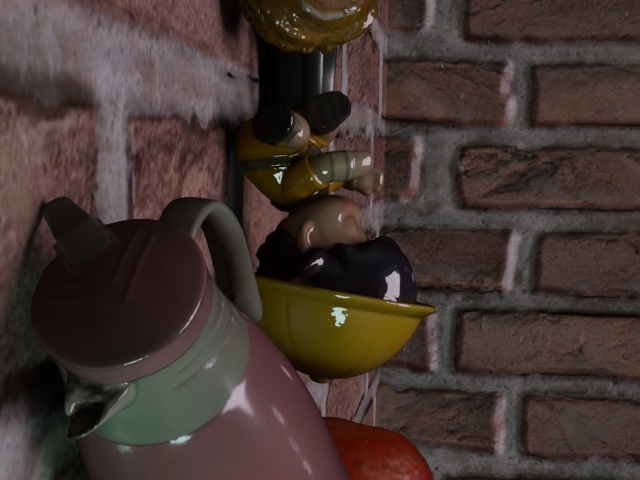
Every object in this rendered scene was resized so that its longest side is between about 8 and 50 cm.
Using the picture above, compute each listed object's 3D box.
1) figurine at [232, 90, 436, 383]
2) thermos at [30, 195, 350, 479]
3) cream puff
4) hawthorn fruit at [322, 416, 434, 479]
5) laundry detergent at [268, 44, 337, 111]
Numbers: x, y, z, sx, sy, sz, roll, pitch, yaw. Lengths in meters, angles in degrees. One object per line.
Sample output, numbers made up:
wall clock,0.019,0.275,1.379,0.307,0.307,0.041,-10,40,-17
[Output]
figurine,-0.004,0.002,0.982,0.192,0.167,0.256,-4,74,-69
thermos,-0.071,0.090,0.613,0.265,0.146,0.176,74,25,-47
cream puff,-0.012,-0.243,0.954,0.150,0.165,0.115,54,-25,-9
hawthorn fruit,-0.023,0.239,0.884,0.243,0.207,0.207,20,70,-52
laundry detergent,-0.019,-0.167,1.095,0.144,0.078,0.221,-137,-132,-76
